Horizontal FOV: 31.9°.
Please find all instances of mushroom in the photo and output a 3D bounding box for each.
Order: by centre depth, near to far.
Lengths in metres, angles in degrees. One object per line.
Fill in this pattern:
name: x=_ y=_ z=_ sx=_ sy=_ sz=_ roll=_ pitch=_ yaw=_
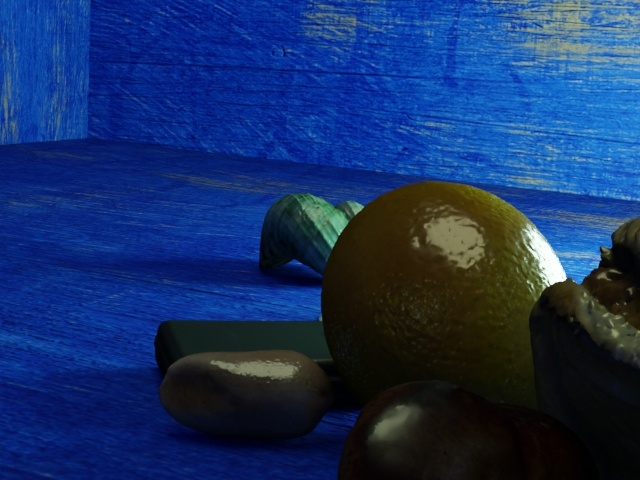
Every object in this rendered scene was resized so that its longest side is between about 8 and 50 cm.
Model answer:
mushroom: x=0.036 y=0.167 z=0.673 sx=0.217 sy=0.148 sz=0.227 roll=-13 pitch=-30 yaw=38

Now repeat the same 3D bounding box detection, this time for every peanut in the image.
peanut: x=-0.061 y=0.131 z=0.955 sx=0.152 sy=0.076 sz=0.076 roll=3 pitch=10 yaw=-7

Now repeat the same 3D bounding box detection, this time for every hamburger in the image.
hamburger: x=0.245 y=0.111 z=0.670 sx=0.145 sy=0.259 sz=0.283 roll=-34 pitch=33 yaw=-17

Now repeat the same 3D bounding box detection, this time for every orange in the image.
orange: x=0.109 y=0.064 z=0.968 sx=0.236 sy=0.236 sz=0.236 roll=3 pitch=10 yaw=-1

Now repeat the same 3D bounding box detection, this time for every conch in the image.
conch: x=-0.002 y=-0.003 z=1.609 sx=0.188 sy=0.122 sz=0.176 roll=11 pitch=-12 yaw=19

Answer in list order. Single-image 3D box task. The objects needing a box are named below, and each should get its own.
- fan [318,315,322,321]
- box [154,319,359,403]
fan: x=0.095 y=0.087 z=1.435 sx=0.182 sy=0.010 sz=0.310 roll=4 pitch=11 yaw=5
box: x=-0.042 y=0.118 z=1.102 sx=0.230 sy=0.050 sz=0.160 roll=1 pitch=10 yaw=-15
